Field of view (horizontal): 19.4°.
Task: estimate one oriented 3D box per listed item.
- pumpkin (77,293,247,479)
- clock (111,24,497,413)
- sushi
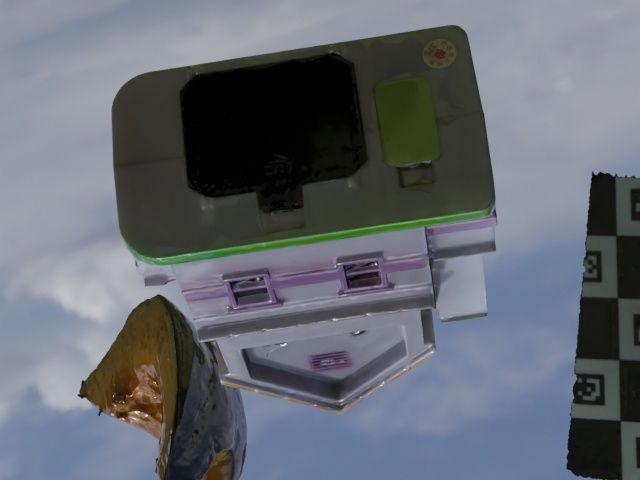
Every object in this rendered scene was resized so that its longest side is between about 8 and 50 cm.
[{"bbox_3d":[-0.115,0.130,1.697,0.130,0.149,0.254,14,-174,-25],"label":"pumpkin"},{"bbox_3d":[0.000,0.000,1.296,0.235,0.166,0.309,-8,152,3],"label":"clock"},{"bbox_3d":[0.252,0.071,1.225,0.192,0.215,0.050,6,-169,23],"label":"sushi"}]
